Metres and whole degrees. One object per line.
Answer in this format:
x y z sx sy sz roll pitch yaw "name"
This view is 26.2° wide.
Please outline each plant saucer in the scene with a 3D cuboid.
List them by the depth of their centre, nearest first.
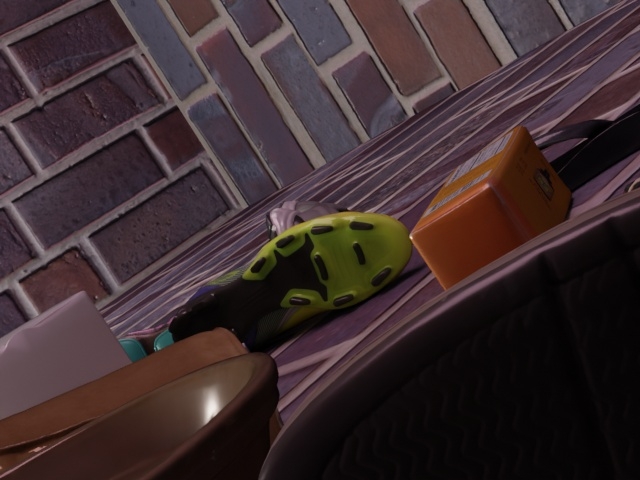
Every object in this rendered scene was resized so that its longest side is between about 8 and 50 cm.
-0.131 0.132 0.572 0.278 0.041 0.278 -30 3 2 "plant saucer"

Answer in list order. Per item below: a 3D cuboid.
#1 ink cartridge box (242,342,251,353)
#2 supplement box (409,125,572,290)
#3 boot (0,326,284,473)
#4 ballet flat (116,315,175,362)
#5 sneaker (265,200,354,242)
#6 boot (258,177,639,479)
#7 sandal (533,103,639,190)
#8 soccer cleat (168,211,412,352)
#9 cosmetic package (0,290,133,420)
-0.110 0.139 1.260 0.115 0.029 0.063 -32 6 -3 "ink cartridge box"
0.138 -0.022 1.071 0.080 0.078 0.233 -33 4 22 "supplement box"
-0.141 0.161 0.859 0.270 0.089 0.236 -16 39 -21 "boot"
-0.185 0.131 1.583 0.222 0.077 0.079 -26 -11 13 "ballet flat"
0.000 0.000 1.629 0.108 0.100 0.271 -8 4 3 "sneaker"
0.161 0.001 0.441 0.377 0.138 0.284 -28 7 3 "boot"
0.230 -0.087 1.226 0.254 0.054 0.097 -32 6 4 "sandal"
-0.026 0.039 1.361 0.289 0.093 0.121 -28 0 30 "soccer cleat"
-0.350 0.207 1.348 0.365 0.155 0.197 -26 9 42 "cosmetic package"
